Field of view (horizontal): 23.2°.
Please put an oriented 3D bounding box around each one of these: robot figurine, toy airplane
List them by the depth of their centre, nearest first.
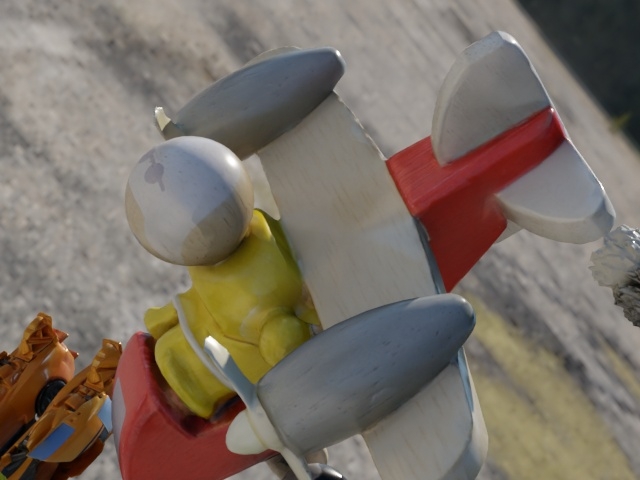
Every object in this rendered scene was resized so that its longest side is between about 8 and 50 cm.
[{"bbox_3d":[0.000,0.000,1.062,0.272,0.384,0.386,30,-22,-30],"label":"toy airplane"},{"bbox_3d":[-0.311,0.201,1.479,0.211,0.291,0.085,15,-40,37],"label":"robot figurine"}]

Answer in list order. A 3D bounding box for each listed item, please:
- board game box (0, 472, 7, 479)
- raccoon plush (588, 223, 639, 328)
[{"bbox_3d":[-0.310,0.143,0.996,0.141,0.170,0.048,54,31,-19],"label":"board game box"},{"bbox_3d":[0.482,0.135,1.531,0.446,0.299,0.216,44,51,-3],"label":"raccoon plush"}]
